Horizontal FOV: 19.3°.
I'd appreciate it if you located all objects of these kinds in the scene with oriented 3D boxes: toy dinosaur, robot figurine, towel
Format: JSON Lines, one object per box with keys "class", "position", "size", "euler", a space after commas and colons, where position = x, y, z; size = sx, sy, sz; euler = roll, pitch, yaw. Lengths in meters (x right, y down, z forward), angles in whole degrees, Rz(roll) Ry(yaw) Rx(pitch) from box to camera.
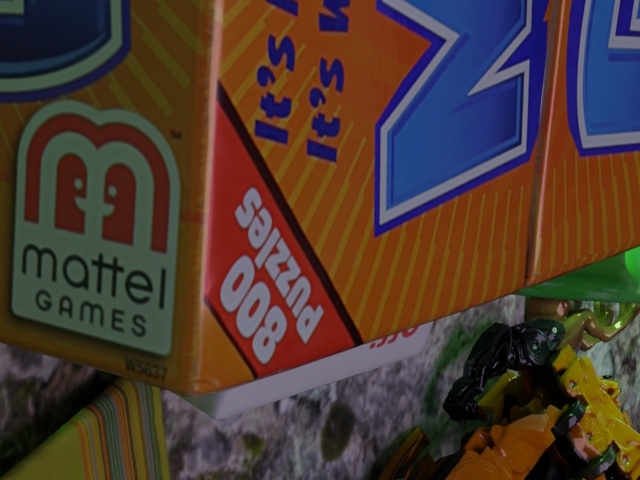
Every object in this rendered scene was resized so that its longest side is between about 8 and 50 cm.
{"class": "toy dinosaur", "position": [0.186, 0.077, 1.452], "size": [0.112, 0.064, 0.211], "euler": [-14, 111, -24]}
{"class": "robot figurine", "position": [0.131, 0.187, 1.322], "size": [0.211, 0.085, 0.291], "euler": [55, 47, -11]}
{"class": "towel", "position": [-0.138, 0.148, 0.937], "size": [0.237, 0.021, 0.102], "euler": [-39, 127, -60]}

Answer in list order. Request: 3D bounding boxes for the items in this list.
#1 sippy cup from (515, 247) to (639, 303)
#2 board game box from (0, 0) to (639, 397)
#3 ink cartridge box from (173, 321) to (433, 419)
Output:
{"class": "sippy cup", "position": [0.148, -0.085, 1.159], "size": [0.240, 0.305, 0.224], "euler": [0, 96, -35]}
{"class": "board game box", "position": [-0.067, -0.187, 0.657], "size": [0.356, 0.356, 0.356], "euler": [-15, 113, -55]}
{"class": "ink cartridge box", "position": [0.001, -0.064, 0.972], "size": [0.198, 0.115, 0.272], "euler": [-12, 125, -53]}
